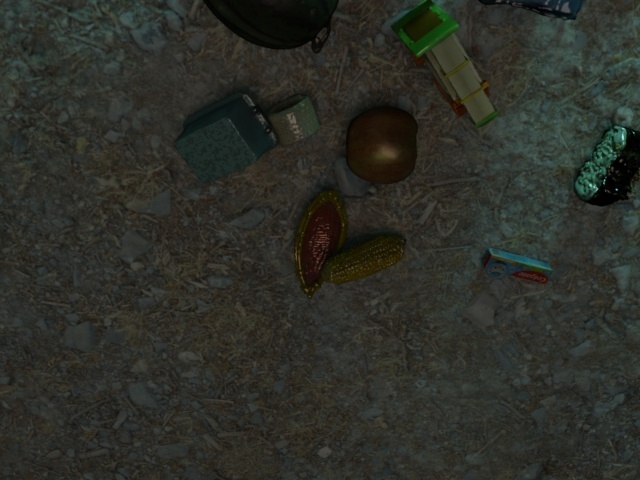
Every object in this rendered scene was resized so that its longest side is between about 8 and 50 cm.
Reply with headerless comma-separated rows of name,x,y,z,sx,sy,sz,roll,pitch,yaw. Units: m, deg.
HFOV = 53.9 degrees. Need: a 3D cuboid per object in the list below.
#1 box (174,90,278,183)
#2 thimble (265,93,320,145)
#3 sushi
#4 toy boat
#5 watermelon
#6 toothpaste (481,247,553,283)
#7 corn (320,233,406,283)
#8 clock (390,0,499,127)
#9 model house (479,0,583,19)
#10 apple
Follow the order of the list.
box,-0.232,-0.243,1.519,0.226,0.130,0.162,-17,120,33
thimble,-0.067,-0.294,1.536,0.115,0.102,0.090,-35,118,-17
sushi,0.755,-0.180,1.606,0.114,0.147,0.213,19,112,-12
toy boat,-0.001,-0.001,1.699,0.140,0.099,0.318,7,115,-10
watermelon,-0.106,-0.547,1.300,0.359,0.279,0.279,37,111,-18
toothpaste,0.556,0.081,1.794,0.193,0.044,0.070,14,118,-10
corn,0.122,0.051,1.699,0.261,0.097,0.097,-22,120,-19
clock,0.291,-0.392,1.440,0.106,0.220,0.255,-33,122,13
model house,0.462,-0.630,1.284,0.215,0.237,0.303,12,124,-8
apple,0.148,-0.231,1.531,0.173,0.188,0.188,2,118,2
